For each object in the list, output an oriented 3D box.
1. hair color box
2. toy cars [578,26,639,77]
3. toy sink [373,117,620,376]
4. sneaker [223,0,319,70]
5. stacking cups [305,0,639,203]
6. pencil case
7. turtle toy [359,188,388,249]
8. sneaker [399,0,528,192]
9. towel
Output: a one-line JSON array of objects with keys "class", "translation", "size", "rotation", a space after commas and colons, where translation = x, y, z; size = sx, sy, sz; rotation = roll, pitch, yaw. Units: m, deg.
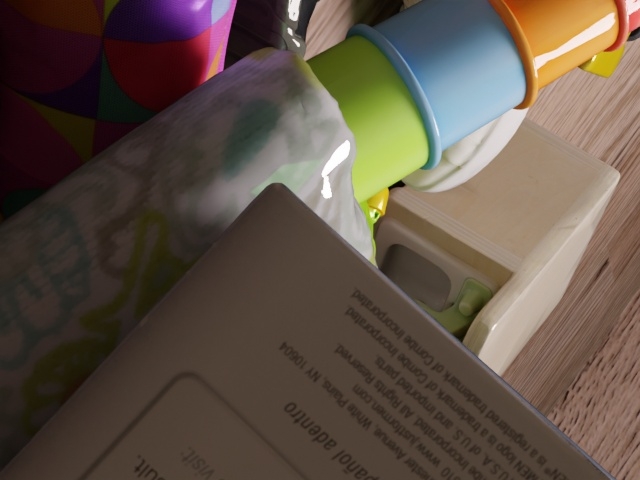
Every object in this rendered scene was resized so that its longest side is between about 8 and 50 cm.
[{"class": "hair color box", "translation": [-0.066, 0.187, 0.483], "size": [0.374, 0.185, 0.113], "rotation": [-47, 165, -4]}, {"class": "toy cars", "translation": [0.215, -0.282, 1.023], "size": [0.176, 0.087, 0.394], "rotation": [-48, 158, -36]}, {"class": "toy sink", "translation": [0.107, 0.024, 1.209], "size": [0.234, 0.131, 0.153], "rotation": [-44, 160, -43]}, {"class": "sneaker", "translation": [-0.003, -0.150, 0.697], "size": [0.130, 0.087, 0.228], "rotation": [-26, 141, -44]}, {"class": "stacking cups", "translation": [0.065, -0.081, 0.810], "size": [0.316, 0.096, 0.096], "rotation": [-28, 155, -13]}, {"class": "pencil case", "translation": [-0.078, -0.082, 0.610], "size": [0.104, 0.104, 0.236], "rotation": [-43, 159, -32]}, {"class": "turtle toy", "translation": [0.000, 0.000, 0.954], "size": [0.130, 0.066, 0.095], "rotation": [59, 43, -68]}, {"class": "sneaker", "translation": [0.074, -0.144, 0.927], "size": [0.123, 0.106, 0.290], "rotation": [-8, 138, -32]}, {"class": "towel", "translation": [-0.104, 0.126, 0.659], "size": [0.320, 0.090, 0.374], "rotation": [-41, 150, -17]}]
